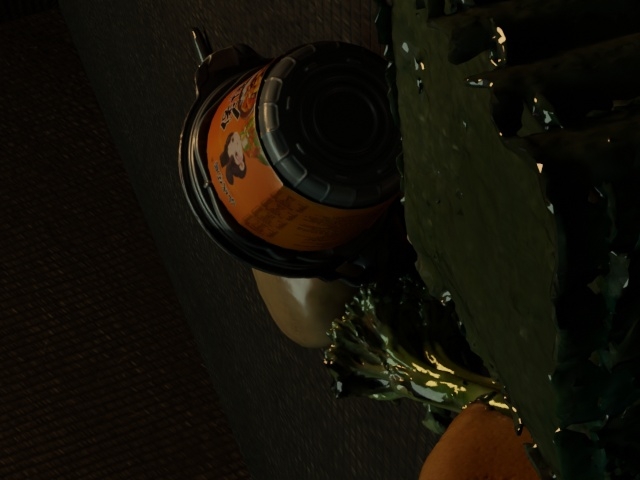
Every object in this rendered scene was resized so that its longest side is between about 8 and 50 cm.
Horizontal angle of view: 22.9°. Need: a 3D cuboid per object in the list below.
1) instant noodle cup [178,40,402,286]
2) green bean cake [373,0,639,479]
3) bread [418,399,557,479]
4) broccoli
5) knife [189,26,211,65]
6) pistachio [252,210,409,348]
[{"bbox_3d":[-0.003,-0.070,1.163,0.208,0.177,0.125,42,155,-6],"label":"instant noodle cup"},{"bbox_3d":[0.119,-0.012,0.711,0.241,0.132,0.255,-120,13,-47],"label":"green bean cake"},{"bbox_3d":[0.145,0.191,1.026,0.169,0.160,0.140,-65,-27,-52],"label":"bread"},{"bbox_3d":[0.092,0.100,1.165,0.204,0.118,0.122,28,107,52],"label":"broccoli"},{"bbox_3d":[-0.111,-0.146,1.938,0.035,0.018,0.247,167,82,-76],"label":"knife"},{"bbox_3d":[0.000,0.000,1.307,0.129,0.131,0.206,47,-168,-44],"label":"pistachio"}]
